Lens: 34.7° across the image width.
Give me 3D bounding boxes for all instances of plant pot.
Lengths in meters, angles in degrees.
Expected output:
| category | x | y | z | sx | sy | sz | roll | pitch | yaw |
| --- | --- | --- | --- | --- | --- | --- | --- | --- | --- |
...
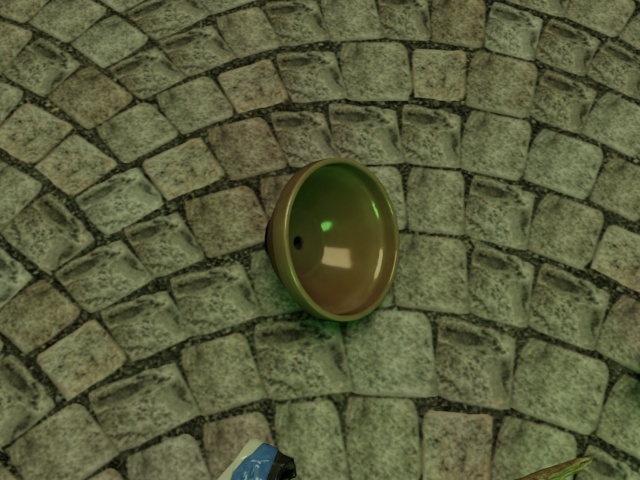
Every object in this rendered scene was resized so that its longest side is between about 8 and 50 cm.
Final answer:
| category | x | y | z | sx | sy | sz | roll | pitch | yaw |
| --- | --- | --- | --- | --- | --- | --- | --- | --- | --- |
| plant pot | 0.000 | 0.000 | 1.506 | 0.110 | 0.237 | 0.237 | -3 | 42 | 46 |

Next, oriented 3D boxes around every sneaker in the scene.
| category | x | y | z | sx | sy | sz | roll | pitch | yaw |
| --- | --- | --- | --- | --- | --- | --- | --- | --- | --- |
| sneaker | -0.088 | 0.328 | 1.309 | 0.085 | 0.058 | 0.152 | 20 | 47 | 23 |

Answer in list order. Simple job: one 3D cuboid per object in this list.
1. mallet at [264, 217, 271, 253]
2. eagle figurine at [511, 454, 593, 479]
| category | x | y | z | sx | sy | sz | roll | pitch | yaw |
| --- | --- | --- | --- | --- | --- | --- | --- | --- | --- |
| mallet | -0.015 | -0.033 | 1.609 | 0.190 | 0.062 | 0.039 | -28 | 58 | -38 |
| eagle figurine | 0.261 | 0.428 | 1.208 | 0.226 | 0.225 | 0.298 | -20 | 74 | 13 |
